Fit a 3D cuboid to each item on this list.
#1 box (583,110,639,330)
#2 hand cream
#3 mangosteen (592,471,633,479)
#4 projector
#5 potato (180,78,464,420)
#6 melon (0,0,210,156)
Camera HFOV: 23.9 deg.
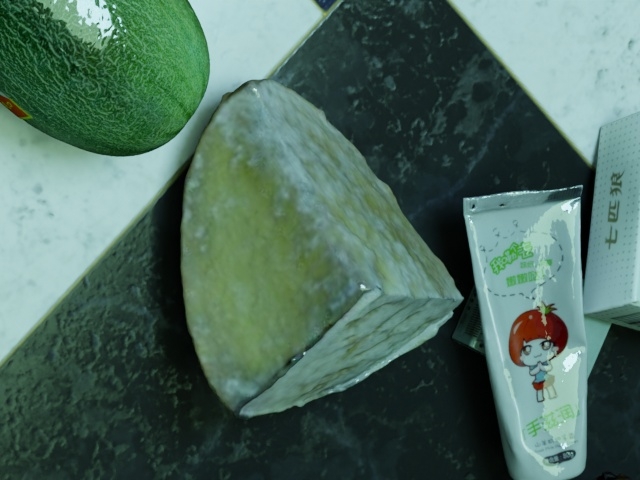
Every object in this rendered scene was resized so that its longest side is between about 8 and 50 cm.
[{"bbox_3d":[0.440,0.013,1.586,0.330,0.095,0.210,16,73,-23],"label":"box"},{"bbox_3d":[0.214,0.110,1.500,0.121,0.076,0.336,-11,105,-14],"label":"hand cream"},{"bbox_3d":[0.347,0.469,1.528,0.380,0.421,0.381,-14,147,-9],"label":"mangosteen"},{"bbox_3d":[0.225,0.082,1.561,0.147,0.061,0.115,23,91,-23],"label":"projector"},{"bbox_3d":[-0.029,0.010,1.433,0.189,0.211,0.264,-36,74,25],"label":"potato"},{"bbox_3d":[-0.218,-0.192,1.272,0.182,0.182,0.288,-48,113,-9],"label":"melon"}]
